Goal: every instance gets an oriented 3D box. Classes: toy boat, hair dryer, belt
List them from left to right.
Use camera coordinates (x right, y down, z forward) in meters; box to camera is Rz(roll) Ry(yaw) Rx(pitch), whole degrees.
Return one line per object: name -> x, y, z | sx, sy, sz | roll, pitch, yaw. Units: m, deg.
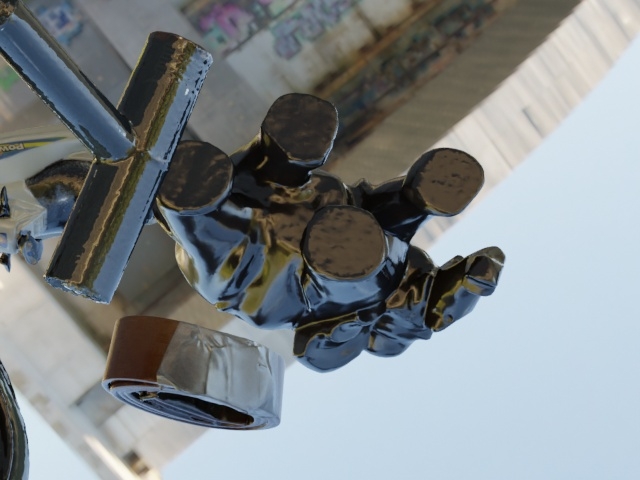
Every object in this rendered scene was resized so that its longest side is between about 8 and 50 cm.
hair dryer -> -0.157, -0.073, 0.669 | 0.050, 0.195, 0.173 | 9, -106, 37
toy boat -> -0.269, -0.042, 1.170 | 0.269, 0.141, 0.140 | -20, -179, -31
belt -> -0.155, 0.178, 1.511 | 0.184, 0.261, 0.105 | -9, -118, 36

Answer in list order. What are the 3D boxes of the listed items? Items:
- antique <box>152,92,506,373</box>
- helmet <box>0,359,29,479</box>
antique -> 0.000, 0.000, 1.095 | 0.255, 0.322, 0.185 | 108, 2, -63
helmet -> -0.397, 0.170, 0.930 | 0.177, 0.305, 0.225 | -43, -148, 39
